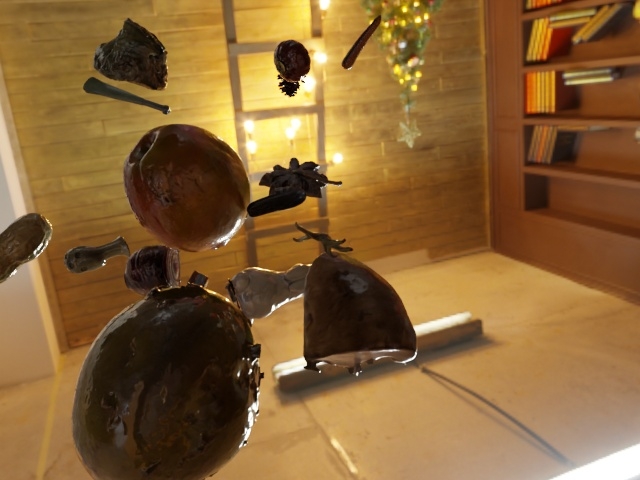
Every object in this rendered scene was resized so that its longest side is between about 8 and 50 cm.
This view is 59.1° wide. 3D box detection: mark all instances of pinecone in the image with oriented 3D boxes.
[{"bbox_3d":[-0.097,-0.533,1.876,0.102,0.109,0.102,6,-140,-5],"label":"pinecone"}]

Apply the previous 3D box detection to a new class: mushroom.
[{"bbox_3d":[0.114,0.184,1.716,0.313,0.397,0.224,-21,147,31],"label":"mushroom"}]

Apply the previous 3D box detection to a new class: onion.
[{"bbox_3d":[-0.688,0.121,2.275,0.206,0.216,0.207,-8,164,8],"label":"onion"}]

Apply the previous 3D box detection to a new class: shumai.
[{"bbox_3d":[-0.426,-0.438,1.322,0.184,0.142,0.184,16,-163,-5],"label":"shumai"}]

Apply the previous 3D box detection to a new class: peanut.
[{"bbox_3d":[-1.101,0.035,2.022,0.313,0.152,0.152,-44,-152,-16],"label":"peanut"}]

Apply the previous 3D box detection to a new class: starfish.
[{"bbox_3d":[0.001,-0.002,1.639,0.223,0.050,0.217,3,162,41],"label":"starfish"}]

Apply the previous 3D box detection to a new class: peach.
[{"bbox_3d":[-0.342,-0.139,1.512,0.290,0.373,0.372,-31,-170,12],"label":"peach"}]

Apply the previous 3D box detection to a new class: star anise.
[{"bbox_3d":[-0.062,-0.189,1.734,0.262,0.081,0.230,-2,-145,-1],"label":"star anise"}]

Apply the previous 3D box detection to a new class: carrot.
[{"bbox_3d":[0.127,-0.605,1.722,0.037,0.190,0.037,32,-156,-16],"label":"carrot"}]

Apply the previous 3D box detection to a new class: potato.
[{"bbox_3d":[-0.306,0.293,1.173,0.385,0.319,0.442,18,-124,-2],"label":"potato"}]

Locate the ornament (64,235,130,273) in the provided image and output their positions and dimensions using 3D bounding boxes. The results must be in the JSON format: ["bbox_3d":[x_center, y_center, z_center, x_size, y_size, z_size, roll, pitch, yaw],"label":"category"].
[{"bbox_3d":[-0.590,0.042,1.486,0.156,0.081,0.075,-22,-138,-31],"label":"ornament"}]

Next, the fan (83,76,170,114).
[{"bbox_3d":[-0.391,-0.288,1.139,0.193,0.016,0.038,20,-115,10],"label":"fan"}]

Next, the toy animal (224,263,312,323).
[{"bbox_3d":[-0.160,0.167,2.082,0.357,0.194,0.258,-19,160,-15],"label":"toy animal"}]

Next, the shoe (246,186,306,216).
[{"bbox_3d":[-0.125,-0.118,1.556,0.179,0.071,0.049,-18,-123,-21],"label":"shoe"}]

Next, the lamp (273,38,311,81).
[{"bbox_3d":[-0.068,-0.433,1.362,0.101,0.101,0.090,9,-144,46],"label":"lamp"}]

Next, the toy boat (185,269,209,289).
[{"bbox_3d":[-0.474,0.264,1.992,0.079,0.136,0.392,6,-141,2],"label":"toy boat"}]
